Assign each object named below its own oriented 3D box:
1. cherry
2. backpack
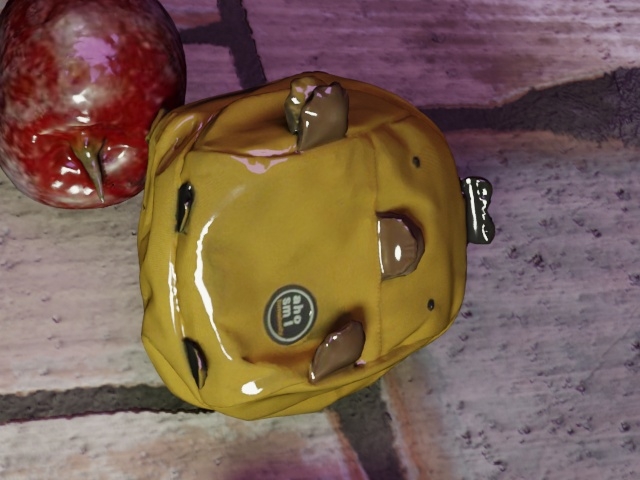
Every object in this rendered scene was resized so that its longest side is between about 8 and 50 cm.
[{"bbox_3d":[-0.237,-0.161,1.785,0.203,0.230,0.300,-9,44,-13],"label":"cherry"},{"bbox_3d":[-0.004,-0.003,1.738,0.378,0.353,0.201,-19,22,-37],"label":"backpack"}]
